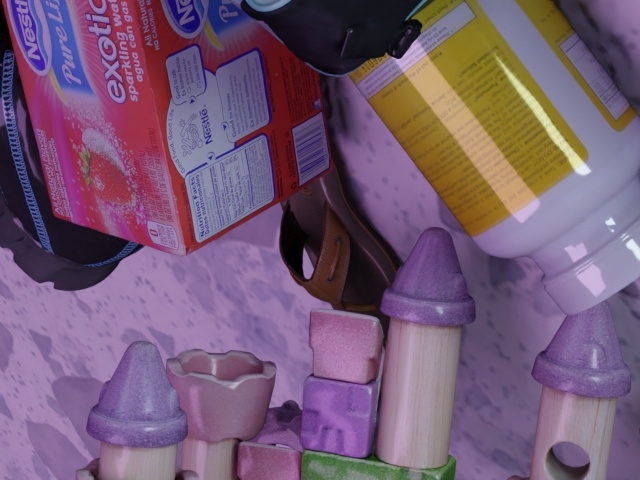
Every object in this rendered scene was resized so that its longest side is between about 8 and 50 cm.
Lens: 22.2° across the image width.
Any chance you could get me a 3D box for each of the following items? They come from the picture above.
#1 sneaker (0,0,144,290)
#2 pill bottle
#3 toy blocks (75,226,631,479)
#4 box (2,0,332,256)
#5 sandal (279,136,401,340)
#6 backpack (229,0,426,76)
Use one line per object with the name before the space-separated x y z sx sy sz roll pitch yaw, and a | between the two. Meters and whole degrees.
sneaker | -0.227 -0.128 1.126 0.341 0.125 0.139 48 137 -10
pill bottle | 0.096 -0.057 0.807 0.184 0.103 0.103 53 146 -2
toy blocks | 0.041 0.112 0.945 0.288 0.309 0.260 7 99 19
box | -0.093 -0.138 0.909 0.122 0.128 0.257 15 126 41
sandal | 0.000 0.000 1.021 0.072 0.049 0.180 -4 118 51
backpack | -0.009 -0.192 0.729 0.144 0.166 0.188 37 -168 -52
